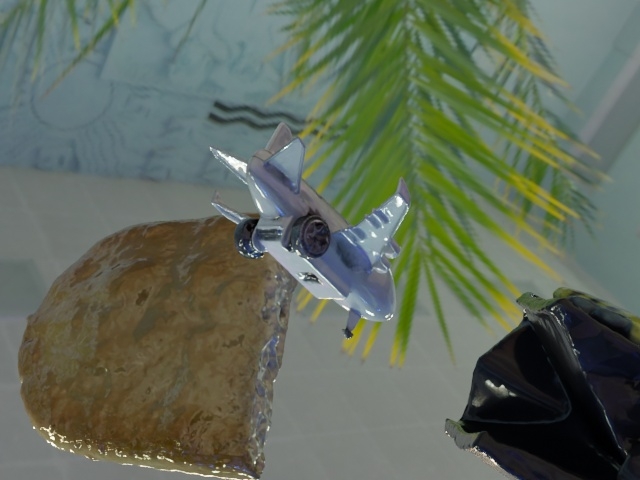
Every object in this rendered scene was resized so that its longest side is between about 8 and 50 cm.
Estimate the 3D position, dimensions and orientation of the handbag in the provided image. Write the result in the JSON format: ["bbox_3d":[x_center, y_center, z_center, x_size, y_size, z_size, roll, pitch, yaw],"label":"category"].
[{"bbox_3d":[0.225,0.134,0.523,0.303,0.121,0.329,29,178,9],"label":"handbag"}]

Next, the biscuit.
[{"bbox_3d":[-0.238,0.125,1.460,0.446,0.104,0.429,2,-125,21],"label":"biscuit"}]

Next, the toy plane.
[{"bbox_3d":[-0.003,0.003,0.955,0.255,0.251,0.101,54,-125,-32],"label":"toy plane"}]
